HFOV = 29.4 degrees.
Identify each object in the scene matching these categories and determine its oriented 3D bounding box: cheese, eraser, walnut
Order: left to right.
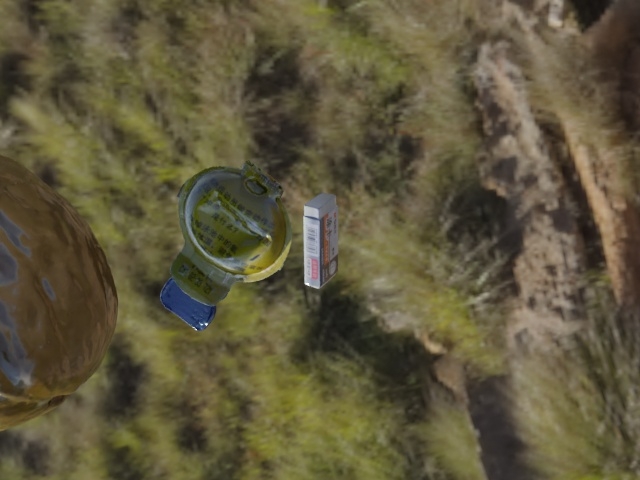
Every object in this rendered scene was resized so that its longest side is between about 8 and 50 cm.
[{"bbox_3d":[-0.370,0.050,1.268,0.313,0.252,0.277,50,134,0],"label":"walnut"},{"bbox_3d":[-0.122,0.006,1.483,0.157,0.064,0.250,38,121,6],"label":"cheese"},{"bbox_3d":[0.000,0.000,1.643,0.029,0.052,0.122,14,120,25],"label":"eraser"}]
